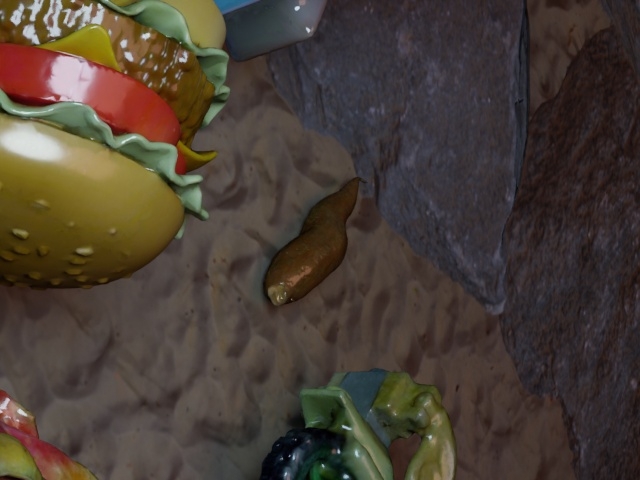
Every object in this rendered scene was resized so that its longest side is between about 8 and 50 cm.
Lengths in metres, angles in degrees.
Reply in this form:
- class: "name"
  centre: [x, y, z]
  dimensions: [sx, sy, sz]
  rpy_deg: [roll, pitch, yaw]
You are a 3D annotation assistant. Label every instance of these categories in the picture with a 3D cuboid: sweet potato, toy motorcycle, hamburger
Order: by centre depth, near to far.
- class: "hamburger"
  centre: [-0.203, -0.077, 1.316]
  dimensions: [0.274, 0.274, 0.212]
  rpy_deg: [37, 57, -49]
- class: "sweet potato"
  centre: [0.000, 0.000, 1.798]
  dimensions: [0.195, 0.056, 0.056]
  rpy_deg: [-57, 134, -43]
- class: "toy motorcycle"
  centre: [0.072, 0.289, 1.801]
  dimensions: [0.410, 0.168, 0.237]
  rpy_deg: [58, 45, -37]

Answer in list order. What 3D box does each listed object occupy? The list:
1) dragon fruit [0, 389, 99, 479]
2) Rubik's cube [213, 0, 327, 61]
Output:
- class: "dragon fruit"
  centre: [-0.259, 0.202, 1.229]
  dimensions: [0.263, 0.296, 0.314]
  rpy_deg: [11, 89, -58]
- class: "Rubik's cube"
  centre: [-0.019, -0.361, 1.523]
  dimensions: [0.368, 0.358, 0.387]
  rpy_deg: [-33, 106, -52]
